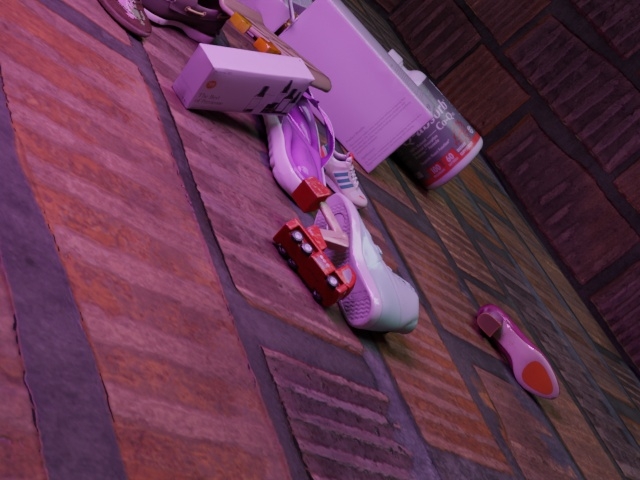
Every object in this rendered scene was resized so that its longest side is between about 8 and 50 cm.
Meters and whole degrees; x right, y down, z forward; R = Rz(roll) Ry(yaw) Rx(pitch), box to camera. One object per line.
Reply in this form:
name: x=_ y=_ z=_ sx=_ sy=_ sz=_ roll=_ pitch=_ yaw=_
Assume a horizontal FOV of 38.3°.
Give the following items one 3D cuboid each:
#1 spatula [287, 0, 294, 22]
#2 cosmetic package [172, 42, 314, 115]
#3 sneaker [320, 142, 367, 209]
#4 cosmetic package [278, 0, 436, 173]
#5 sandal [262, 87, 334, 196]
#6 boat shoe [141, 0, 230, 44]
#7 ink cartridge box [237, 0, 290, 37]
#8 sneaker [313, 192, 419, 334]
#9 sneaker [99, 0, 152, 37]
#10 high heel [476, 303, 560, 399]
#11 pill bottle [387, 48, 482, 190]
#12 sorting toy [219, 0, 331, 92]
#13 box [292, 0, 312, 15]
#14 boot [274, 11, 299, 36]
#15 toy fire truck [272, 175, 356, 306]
spatula: x=-0.067 y=-0.613 z=2.105 sx=0.019 sy=0.168 sz=0.242 roll=5 pitch=37 yaw=-10
cosmetic package: x=-0.127 y=-0.270 z=1.577 sx=0.239 sy=0.099 sz=0.060 roll=-4 pitch=53 yaw=-47
sneaker: x=0.051 y=-0.132 z=1.854 sx=0.161 sy=0.075 sz=0.057 roll=43 pitch=19 yaw=-18
cosmetic package: x=0.069 y=-0.377 z=2.179 sx=0.385 sy=0.217 sz=0.156 roll=49 pitch=18 yaw=-7
sandal: x=-0.029 y=-0.219 z=1.752 sx=0.169 sy=0.102 sz=0.416 roll=38 pitch=28 yaw=-39
boat shoe: x=-0.272 y=-0.458 z=1.722 sx=0.117 sy=0.096 sz=0.324 roll=56 pitch=19 yaw=19
ink cartridge box: x=-0.192 y=-0.654 z=2.276 sx=0.207 sy=0.119 sz=0.353 roll=38 pitch=21 yaw=-30
sneaker: x=0.078 y=0.046 z=1.517 sx=0.151 sy=0.094 sz=0.256 roll=21 pitch=42 yaw=-45
sneaker: x=-0.339 y=-0.427 z=1.541 sx=0.188 sy=0.071 sz=0.066 roll=48 pitch=18 yaw=-3
high heel: x=0.430 y=0.239 z=2.003 sx=0.244 sy=0.082 sz=0.117 roll=43 pitch=16 yaw=8
pill bottle: x=0.256 y=-0.332 z=2.532 sx=0.363 sy=0.210 sz=0.210 roll=46 pitch=18 yaw=-7
sorting toy: x=-0.105 y=-0.379 z=1.777 sx=0.229 sy=0.041 sz=0.307 roll=45 pitch=14 yaw=12
box: x=-0.097 y=-0.677 z=2.550 sx=0.137 sy=0.072 sz=0.126 roll=11 pitch=53 yaw=-45
boot: x=-0.037 y=-0.502 z=2.333 sx=0.220 sy=0.109 sz=0.283 roll=42 pitch=14 yaw=-33
toy fire truck: x=0.000 y=0.000 z=1.428 sx=0.192 sy=0.047 sz=0.135 roll=52 pitch=42 yaw=9
